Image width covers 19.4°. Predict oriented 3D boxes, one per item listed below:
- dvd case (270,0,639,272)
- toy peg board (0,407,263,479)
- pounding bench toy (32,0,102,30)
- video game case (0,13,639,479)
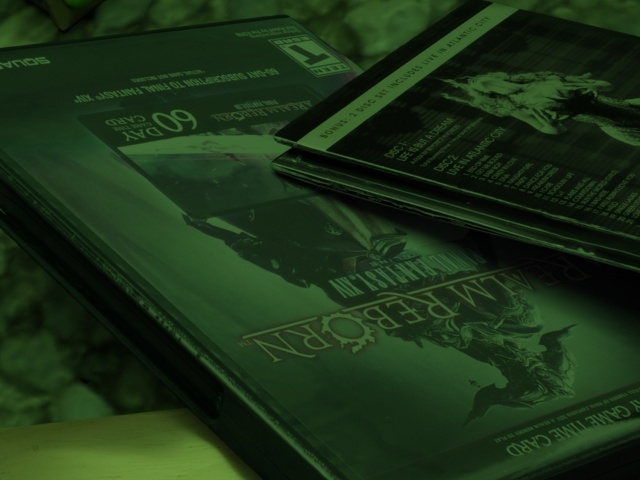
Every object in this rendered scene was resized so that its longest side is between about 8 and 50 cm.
[{"bbox_3d":[0.118,-0.034,0.675,0.221,0.018,0.164,17,32,25],"label":"dvd case"},{"bbox_3d":[-0.072,0.146,0.606,0.161,0.079,0.161,-7,67,9],"label":"toy peg board"},{"bbox_3d":[-0.130,-0.126,0.832,0.083,0.052,0.065,-42,55,-18],"label":"pounding bench toy"},{"bbox_3d":[0.000,0.000,0.655,0.196,0.026,0.274,-13,40,-42],"label":"video game case"}]
